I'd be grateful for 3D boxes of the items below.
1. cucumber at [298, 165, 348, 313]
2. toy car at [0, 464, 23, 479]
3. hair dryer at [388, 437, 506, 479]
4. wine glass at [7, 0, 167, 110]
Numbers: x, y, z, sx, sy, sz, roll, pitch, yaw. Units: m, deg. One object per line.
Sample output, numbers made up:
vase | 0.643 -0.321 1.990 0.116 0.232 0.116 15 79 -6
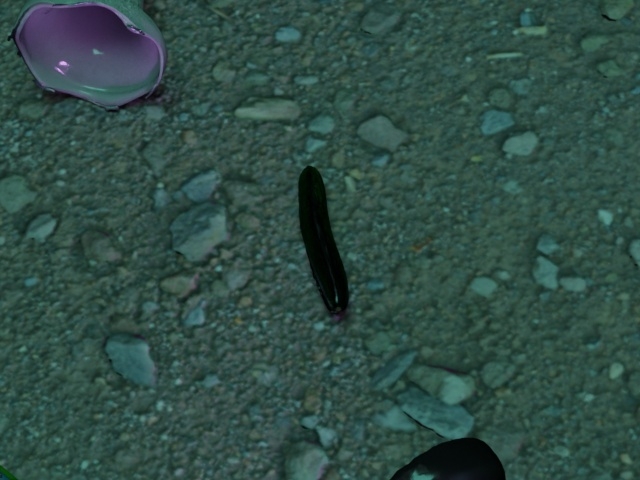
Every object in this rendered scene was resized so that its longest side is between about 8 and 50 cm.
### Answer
cucumber | 0.000 0.000 1.910 0.036 0.033 0.184 -26 55 20
toy car | -0.287 0.258 1.762 0.165 0.071 0.062 34 54 24
hair dryer | 0.231 0.297 1.663 0.284 0.155 0.320 -26 57 -40
wine glass | -0.223 -0.263 2.025 0.165 0.165 0.196 7 56 10
